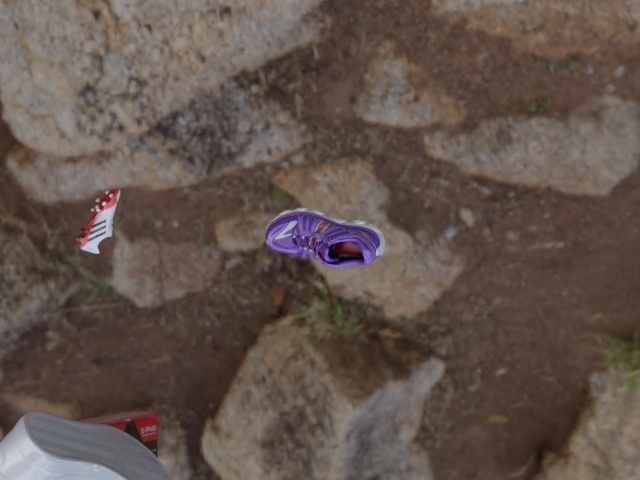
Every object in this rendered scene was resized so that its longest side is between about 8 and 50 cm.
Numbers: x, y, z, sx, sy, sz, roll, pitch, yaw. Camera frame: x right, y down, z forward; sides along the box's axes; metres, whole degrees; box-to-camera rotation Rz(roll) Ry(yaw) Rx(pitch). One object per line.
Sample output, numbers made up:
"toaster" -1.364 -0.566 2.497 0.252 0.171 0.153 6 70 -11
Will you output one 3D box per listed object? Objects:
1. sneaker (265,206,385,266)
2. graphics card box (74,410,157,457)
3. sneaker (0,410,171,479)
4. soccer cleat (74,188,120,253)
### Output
"sneaker" 0.000 0.000 1.520 0.169 0.071 0.068 5 114 23
"graphics card box" -0.321 0.448 1.695 0.094 0.371 0.233 -3 176 13
"sneaker" -0.338 0.326 1.504 0.169 0.108 0.292 -42 140 12
"soccer cleat" -0.258 -0.023 1.358 0.035 0.029 0.083 34 84 -33
